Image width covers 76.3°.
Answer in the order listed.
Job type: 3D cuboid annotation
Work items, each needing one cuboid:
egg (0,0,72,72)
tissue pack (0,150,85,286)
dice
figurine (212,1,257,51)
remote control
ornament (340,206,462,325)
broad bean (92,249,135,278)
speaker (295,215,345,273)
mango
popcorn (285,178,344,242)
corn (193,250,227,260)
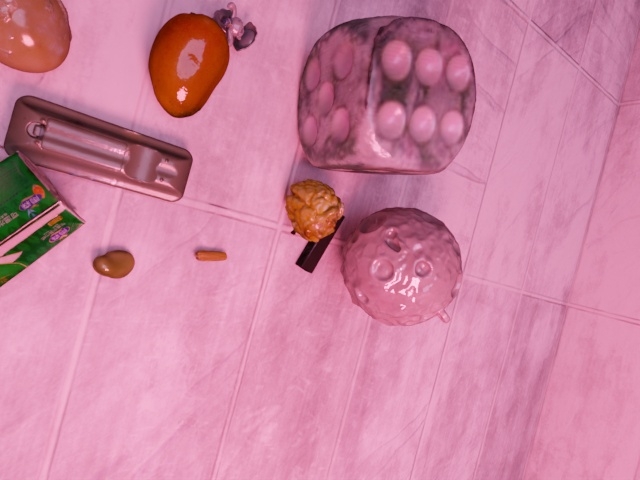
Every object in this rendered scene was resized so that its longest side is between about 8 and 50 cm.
[{"bbox_3d":[-0.532,-0.393,0.704,0.164,0.164,0.201,-41,111,-20],"label":"egg"},{"bbox_3d":[-0.569,-0.023,0.752,0.209,0.156,0.148,-43,75,-16],"label":"tissue pack"},{"bbox_3d":[0.156,-0.337,1.025,0.328,0.348,0.330,-2,97,-30],"label":"dice"},{"bbox_3d":[-0.203,-0.484,0.934,0.086,0.082,0.094,34,70,-53],"label":"figurine"},{"bbox_3d":[-0.441,-0.180,0.846,0.335,0.065,0.128,15,88,-33],"label":"remote control"},{"bbox_3d":[0.220,0.062,1.134,0.337,0.337,0.337,-5,100,-31],"label":"ornament"},{"bbox_3d":[-0.450,0.053,0.891,0.083,0.045,0.063,-6,90,-39],"label":"broad bean"},{"bbox_3d":[0.000,0.000,1.160,0.046,0.040,0.191,38,77,-33],"label":"speaker"},{"bbox_3d":[-0.289,-0.379,0.877,0.151,0.120,0.221,33,89,-32],"label":"mango"},{"bbox_3d":[-0.022,-0.076,1.073,0.142,0.173,0.173,-52,121,-33],"label":"popcorn"},{"bbox_3d":[-0.273,0.039,1.006,0.083,0.028,0.027,4,90,-36],"label":"corn"}]
